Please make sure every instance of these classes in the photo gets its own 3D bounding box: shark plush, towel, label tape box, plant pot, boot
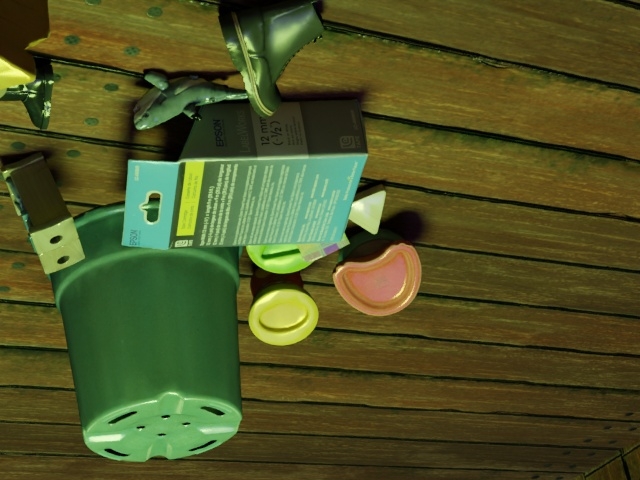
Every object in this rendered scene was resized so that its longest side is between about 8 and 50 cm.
[{"bbox_3d":[-0.181,-0.190,1.877,0.161,0.067,0.073,-2,149,-15],"label":"shark plush"},{"bbox_3d":[0.000,0.000,2.211,0.083,0.009,0.060,-24,123,6],"label":"towel"},{"bbox_3d":[-0.123,-0.096,2.020,0.347,0.115,0.249,-1,149,-11],"label":"label tape box"},{"bbox_3d":[-0.271,0.162,2.193,0.341,0.334,0.341,-9,151,-5],"label":"plant pot"},{"bbox_3d":[-0.414,-0.197,1.814,0.099,0.045,0.121,-2,144,-17],"label":"boot"},{"bbox_3d":[-0.045,-0.249,1.818,0.137,0.077,0.198,-18,151,4],"label":"boot"}]

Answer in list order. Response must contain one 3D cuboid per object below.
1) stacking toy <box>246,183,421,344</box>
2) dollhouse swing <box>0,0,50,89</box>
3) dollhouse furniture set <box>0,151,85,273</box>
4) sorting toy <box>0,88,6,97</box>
[{"bbox_3d":[0.006,0.013,2.306,0.309,0.130,0.279,-13,124,-1],"label":"stacking toy"},{"bbox_3d":[-0.492,-0.286,1.322,0.305,0.347,0.315,-26,147,24],"label":"dollhouse swing"},{"bbox_3d":[-0.464,-0.016,1.979,0.183,0.129,0.129,-24,153,-13],"label":"dollhouse furniture set"},{"bbox_3d":[-0.518,-0.197,1.683,0.229,0.041,0.307,0,164,5],"label":"sorting toy"}]
